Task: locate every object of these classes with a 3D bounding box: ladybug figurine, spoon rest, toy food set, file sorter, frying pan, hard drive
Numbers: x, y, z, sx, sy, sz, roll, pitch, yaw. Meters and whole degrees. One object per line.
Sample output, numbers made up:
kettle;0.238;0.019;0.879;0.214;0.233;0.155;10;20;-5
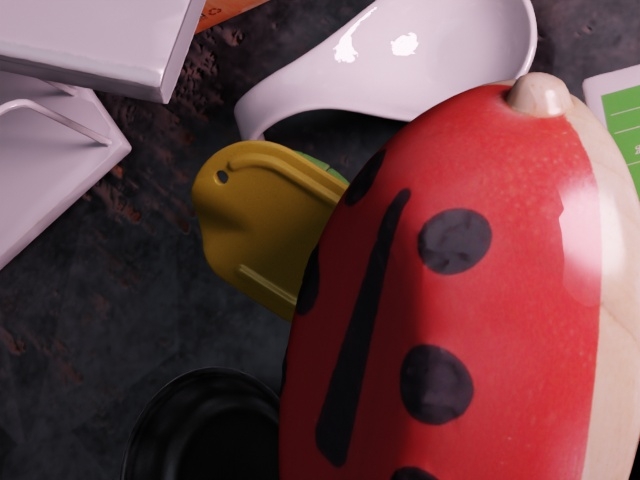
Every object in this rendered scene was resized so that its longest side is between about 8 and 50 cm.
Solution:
ladybug figurine;0.082;0.093;1.275;0.305;0.162;0.449;36;121;49
spoon rest;0.046;-0.134;1.478;0.276;0.084;0.137;-23;69;20
toy food set;0.000;0.000;1.470;0.218;0.071;0.128;34;113;10
file sorter;-0.345;-0.137;1.614;0.193;0.173;0.277;-41;65;12
frying pan;-0.105;0.260;1.471;0.197;0.053;0.326;26;99;36
hard drive;-0.245;-0.234;1.513;0.308;0.040;0.203;12;65;11

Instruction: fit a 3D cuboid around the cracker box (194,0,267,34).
cracker box;-0.090;-0.317;1.594;0.156;0.067;0.232;-22;69;19

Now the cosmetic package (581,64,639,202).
cosmetic package;0.321;0.052;1.264;0.197;0.155;0.365;-16;71;18
